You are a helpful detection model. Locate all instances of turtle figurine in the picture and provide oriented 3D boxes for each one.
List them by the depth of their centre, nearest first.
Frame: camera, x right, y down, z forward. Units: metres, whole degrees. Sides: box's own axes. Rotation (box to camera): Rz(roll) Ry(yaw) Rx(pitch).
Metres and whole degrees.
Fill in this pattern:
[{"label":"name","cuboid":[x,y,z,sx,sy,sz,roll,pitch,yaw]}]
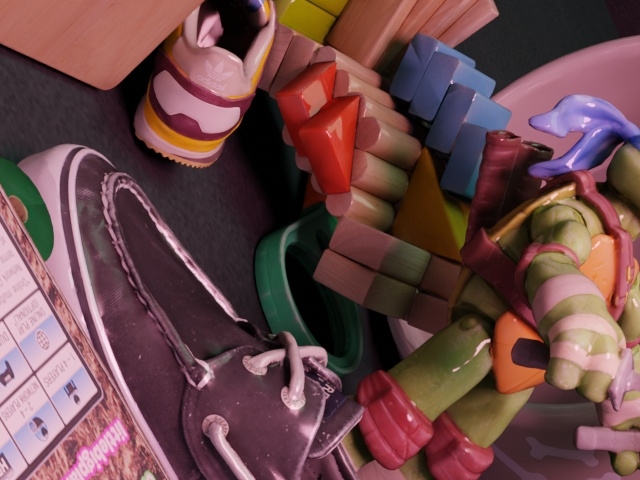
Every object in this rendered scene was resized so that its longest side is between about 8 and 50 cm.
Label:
[{"label":"turtle figurine","cuboid":[0.121,0.093,0.809,0.274,0.266,0.198,51,13,-1]}]

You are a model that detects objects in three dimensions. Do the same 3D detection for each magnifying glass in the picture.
[{"label":"magnifying glass","cuboid":[0.000,0.000,1.008,0.092,0.026,0.231,54,22,-26]}]

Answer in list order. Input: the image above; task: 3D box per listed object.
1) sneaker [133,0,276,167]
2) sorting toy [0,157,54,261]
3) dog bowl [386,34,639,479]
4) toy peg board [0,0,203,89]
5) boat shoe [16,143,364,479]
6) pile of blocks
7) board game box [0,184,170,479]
[{"label":"sneaker","cuboid":[-0.052,-0.123,0.900,0.070,0.084,0.185,22,40,-18]},{"label":"sorting toy","cuboid":[-0.196,-0.049,0.541,0.274,0.046,0.132,51,24,-34]},{"label":"dog bowl","cuboid":[0.197,0.011,1.045,0.102,0.349,0.348,51,24,-42]},{"label":"toy peg board","cuboid":[-0.107,-0.170,0.769,0.079,0.161,0.161,54,15,24]},{"label":"boat shoe","cuboid":[-0.031,0.084,0.715,0.301,0.102,0.108,64,20,-3]},{"label":"pile of blocks","cuboid":[0.027,-0.103,0.975,0.113,0.149,0.362,21,39,-50]},{"label":"board game box","cuboid":[-0.123,0.132,0.372,0.291,0.141,0.232,62,20,-9]}]
